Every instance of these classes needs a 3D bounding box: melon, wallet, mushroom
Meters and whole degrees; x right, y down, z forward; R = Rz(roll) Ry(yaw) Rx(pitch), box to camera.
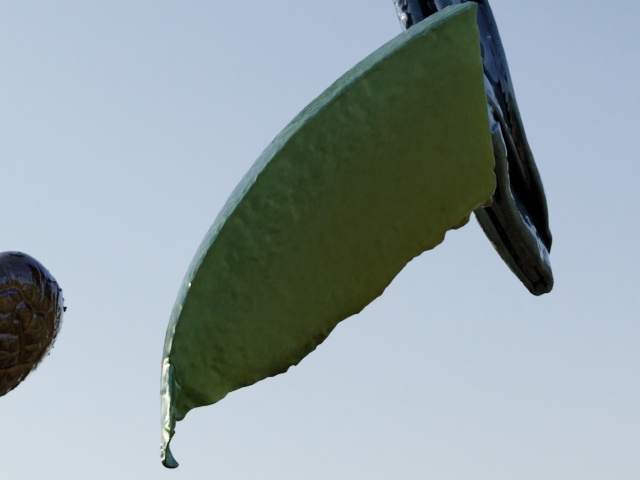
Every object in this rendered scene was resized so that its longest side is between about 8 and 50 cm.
[{"bbox_3d":[0.000,0.001,0.864,0.114,0.261,0.053,48,-15,-27],"label":"melon"},{"bbox_3d":[0.122,-0.146,1.495,0.075,0.342,0.237,-22,-38,9],"label":"wallet"},{"bbox_3d":[-0.235,0.062,1.249,0.126,0.109,0.085,-40,25,-23],"label":"mushroom"}]
